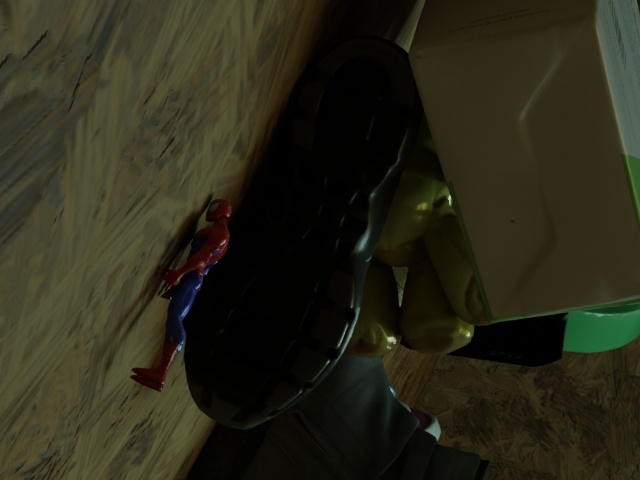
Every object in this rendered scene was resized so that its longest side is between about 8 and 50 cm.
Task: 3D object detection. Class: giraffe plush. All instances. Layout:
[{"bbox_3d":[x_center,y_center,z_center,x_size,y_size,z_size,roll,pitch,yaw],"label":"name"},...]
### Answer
[{"bbox_3d":[0.066,-0.037,1.099,0.170,0.181,0.210,-66,142,-50],"label":"giraffe plush"}]

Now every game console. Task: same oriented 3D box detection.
[{"bbox_3d":[0.212,-0.021,1.752,0.044,0.213,0.361,-61,156,-70],"label":"game console"}]

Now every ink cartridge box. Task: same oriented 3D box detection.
[{"bbox_3d":[0.164,-0.126,1.010,0.353,0.119,0.207,-69,145,-58],"label":"ink cartridge box"}]

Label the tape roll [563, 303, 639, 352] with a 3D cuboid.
[{"bbox_3d":[0.317,0.013,1.941,0.321,0.321,0.077,-51,166,-50],"label":"tape roll"}]

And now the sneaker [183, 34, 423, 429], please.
[{"bbox_3d":[0.000,0.000,0.926,0.267,0.101,0.106,-63,173,5],"label":"sneaker"}]

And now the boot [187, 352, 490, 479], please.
[{"bbox_3d":[0.053,0.146,1.221,0.338,0.222,0.118,-61,169,-7],"label":"boot"}]

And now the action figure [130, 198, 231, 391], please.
[{"bbox_3d":[-0.077,0.027,0.808,0.038,0.030,0.115,105,10,-71],"label":"action figure"}]

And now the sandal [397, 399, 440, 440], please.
[{"bbox_3d":[0.052,0.244,1.816,0.416,0.169,0.102,-18,95,-76],"label":"sandal"}]

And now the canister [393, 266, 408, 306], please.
[{"bbox_3d":[0.099,0.023,1.439,0.170,0.073,0.126,-47,166,15],"label":"canister"}]

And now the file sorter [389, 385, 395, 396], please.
[{"bbox_3d":[-0.011,0.205,1.400,0.170,0.104,0.118,-58,169,-22],"label":"file sorter"}]
